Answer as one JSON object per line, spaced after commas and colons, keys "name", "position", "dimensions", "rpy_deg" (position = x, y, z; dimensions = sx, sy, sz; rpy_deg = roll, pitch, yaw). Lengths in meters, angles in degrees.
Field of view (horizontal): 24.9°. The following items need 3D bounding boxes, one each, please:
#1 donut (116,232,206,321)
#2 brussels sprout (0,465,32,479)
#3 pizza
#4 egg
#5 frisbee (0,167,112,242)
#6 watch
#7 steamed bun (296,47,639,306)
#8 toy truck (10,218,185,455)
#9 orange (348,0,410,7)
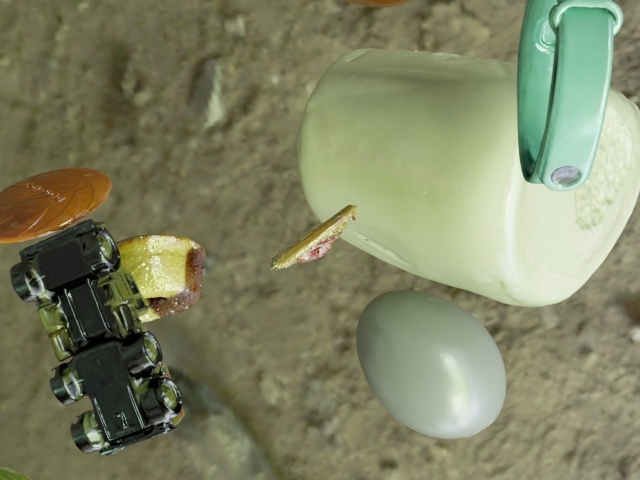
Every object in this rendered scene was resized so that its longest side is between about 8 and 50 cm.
{"name": "donut", "position": [-0.228, 0.053, 1.805], "dimensions": [0.184, 0.166, 0.073], "rpy_deg": [-15, 71, 22]}
{"name": "brussels sprout", "position": [-0.359, 0.319, 1.607], "dimensions": [0.117, 0.155, 0.155], "rpy_deg": [-48, 68, 37]}
{"name": "pizza", "position": [0.004, -0.003, 1.522], "dimensions": [0.099, 0.100, 0.029], "rpy_deg": [-36, 89, 28]}
{"name": "egg", "position": [0.147, 0.166, 1.976], "dimensions": [0.232, 0.176, 0.176], "rpy_deg": [40, 140, -14]}
{"name": "frisbee", "position": [-0.371, -0.057, 1.909], "dimensions": [0.192, 0.192, 0.035], "rpy_deg": [13, 128, 45]}
{"name": "watch", "position": [0.233, -0.164, 1.405], "dimensions": [0.237, 0.068, 0.195], "rpy_deg": [97, 176, -51]}
{"name": "steamed bun", "position": [0.190, -0.080, 1.860], "dimensions": [0.371, 0.456, 0.289], "rpy_deg": [14, 94, 32]}
{"name": "toy truck", "position": [-0.244, 0.107, 1.655], "dimensions": [0.127, 0.127, 0.257], "rpy_deg": [-23, 93, 19]}
{"name": "orange", "position": [0.074, -0.419, 1.797], "dimensions": [0.261, 0.261, 0.261], "rpy_deg": [20, 118, 43]}
